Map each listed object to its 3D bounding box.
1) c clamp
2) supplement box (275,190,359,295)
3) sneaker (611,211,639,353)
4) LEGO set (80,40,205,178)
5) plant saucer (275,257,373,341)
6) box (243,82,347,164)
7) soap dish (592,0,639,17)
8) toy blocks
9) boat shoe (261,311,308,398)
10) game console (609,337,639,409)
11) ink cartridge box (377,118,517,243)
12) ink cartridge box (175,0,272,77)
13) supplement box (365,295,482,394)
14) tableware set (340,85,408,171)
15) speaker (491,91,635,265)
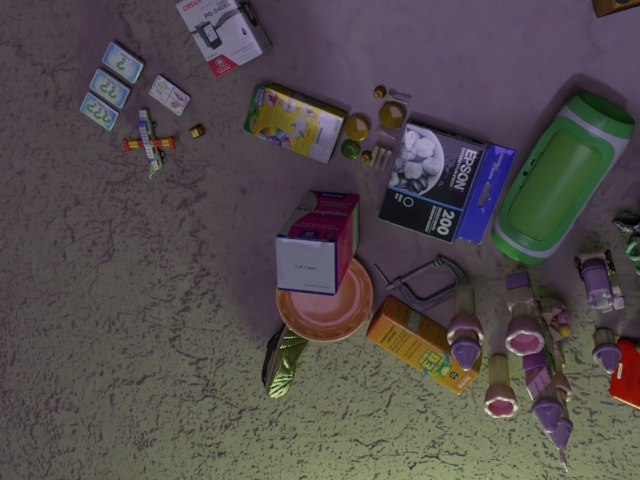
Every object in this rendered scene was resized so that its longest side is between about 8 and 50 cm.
[{"bbox_3d":[0.206,0.079,1.553,0.161,0.022,0.137,-25,107,25],"label":"c clamp"},{"bbox_3d":[0.000,0.000,1.458,0.111,0.220,0.113,5,116,12],"label":"supplement box"},{"bbox_3d":[0.603,0.013,1.365,0.182,0.158,0.410,22,119,27],"label":"sneaker"},{"bbox_3d":[-0.355,-0.246,1.529,0.244,0.060,0.182,36,123,-4],"label":"LEGO set"},{"bbox_3d":[0.008,0.109,1.588,0.200,0.037,0.199,0,104,0],"label":"plant saucer"},{"bbox_3d":[-0.050,-0.224,1.462,0.179,0.043,0.105,22,120,1],"label":"box"},{"bbox_3d":[0.530,-0.474,1.131,0.291,0.118,0.228,-12,112,22],"label":"soap dish"},{"bbox_3d":[0.412,0.225,1.397,0.309,0.260,0.288,-16,127,21],"label":"toy blocks"},{"bbox_3d":[-0.083,0.234,1.680,0.073,0.080,0.223,35,114,44],"label":"boat shoe"},{"bbox_3d":[0.651,0.256,1.523,0.124,0.085,0.143,22,124,41],"label":"game console"},{"bbox_3d":[0.232,-0.101,1.443,0.208,0.045,0.206,17,119,5],"label":"ink cartridge box"},{"bbox_3d":[-0.175,-0.390,1.401,0.109,0.063,0.150,-22,109,24],"label":"ink cartridge box"},{"bbox_3d":[0.214,0.214,1.587,0.234,0.080,0.078,30,122,-3],"label":"supplement box"},{"bbox_3d":[0.098,-0.211,1.440,0.104,0.024,0.154,22,121,8],"label":"tableware set"},{"bbox_3d":[0.414,-0.103,1.345,0.131,0.131,0.296,26,120,2],"label":"speaker"}]
